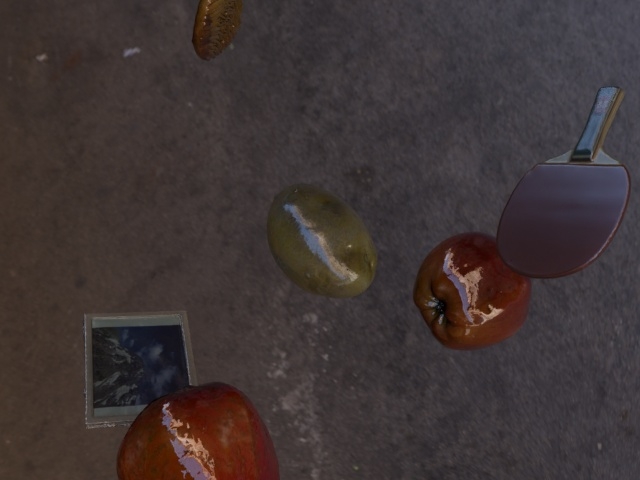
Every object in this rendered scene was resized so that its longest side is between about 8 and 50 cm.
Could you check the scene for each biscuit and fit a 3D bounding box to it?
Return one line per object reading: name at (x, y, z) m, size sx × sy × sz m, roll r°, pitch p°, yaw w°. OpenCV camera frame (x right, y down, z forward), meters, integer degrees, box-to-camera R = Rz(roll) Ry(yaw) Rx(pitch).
biscuit at (-0.176, -0.407, 1.449) m, size 0.031 × 0.228 × 0.176 m, roll 29°, pitch 113°, yaw 4°

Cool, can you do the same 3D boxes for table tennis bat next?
table tennis bat at (0.302, -0.072, 0.951) m, size 0.154 × 0.021 × 0.274 m, roll 7°, pitch 62°, yaw 47°

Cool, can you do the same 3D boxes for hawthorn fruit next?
hawthorn fruit at (-0.167, 0.379, 1.233) m, size 0.254 × 0.254 × 0.300 m, roll -36°, pitch 66°, yaw 2°

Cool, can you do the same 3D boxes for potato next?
potato at (0.000, 0.000, 1.378) m, size 0.160 × 0.178 × 0.235 m, roll -36°, pitch 59°, yaw 10°

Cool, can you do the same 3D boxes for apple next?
apple at (0.288, 0.096, 1.528) m, size 0.234 × 0.234 × 0.234 m, roll -8°, pitch 65°, yaw 17°

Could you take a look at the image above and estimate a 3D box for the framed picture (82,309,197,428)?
framed picture at (-0.340, 0.235, 1.505) m, size 0.209 × 0.019 × 0.281 m, roll -2°, pitch 39°, yaw -18°
